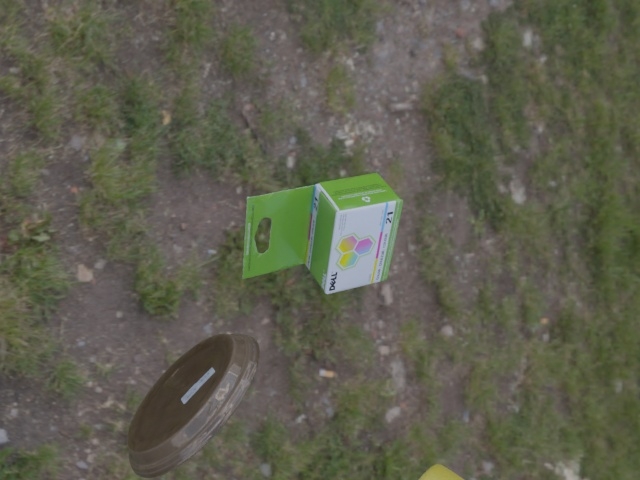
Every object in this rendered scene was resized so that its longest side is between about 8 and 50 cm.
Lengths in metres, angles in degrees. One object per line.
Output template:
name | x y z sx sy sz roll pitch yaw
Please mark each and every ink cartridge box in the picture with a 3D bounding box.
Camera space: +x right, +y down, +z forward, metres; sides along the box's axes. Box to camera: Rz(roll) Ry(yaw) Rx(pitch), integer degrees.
ink cartridge box | 0.000 0.000 1.469 0.255 0.097 0.189 -12 131 -24

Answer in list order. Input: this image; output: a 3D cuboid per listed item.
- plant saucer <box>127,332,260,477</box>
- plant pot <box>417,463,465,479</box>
plant saucer | -0.210 0.249 1.322 0.041 0.278 0.278 47 58 -20
plant pot | 0.237 0.557 1.427 0.254 0.239 0.254 -44 151 -32
